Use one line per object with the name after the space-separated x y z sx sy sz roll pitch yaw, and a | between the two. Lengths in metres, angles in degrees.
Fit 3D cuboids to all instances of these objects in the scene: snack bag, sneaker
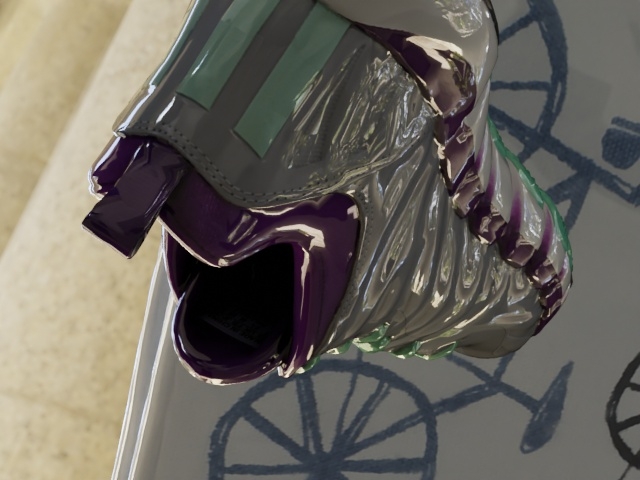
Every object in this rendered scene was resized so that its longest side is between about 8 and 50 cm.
0.107 0.037 0.625 0.343 0.037 0.323 9 -65 -11 | snack bag
0.000 0.000 0.430 0.083 0.098 0.223 31 -12 26 | sneaker
